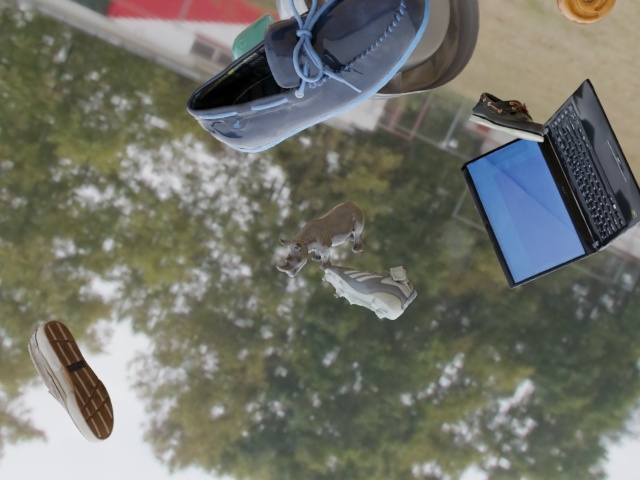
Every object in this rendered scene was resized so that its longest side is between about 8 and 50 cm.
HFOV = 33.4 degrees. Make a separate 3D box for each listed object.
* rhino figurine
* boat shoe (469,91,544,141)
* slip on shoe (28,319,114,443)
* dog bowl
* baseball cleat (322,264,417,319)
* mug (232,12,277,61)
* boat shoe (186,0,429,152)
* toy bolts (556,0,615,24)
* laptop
[{"bbox_3d":[0.000,0.000,2.160,0.243,0.106,0.073,-30,-142,-33],"label":"rhino figurine"},{"bbox_3d":[0.215,-0.142,1.219,0.049,0.042,0.133,18,-170,-25],"label":"boat shoe"},{"bbox_3d":[-0.255,0.147,1.081,0.135,0.041,0.051,58,-151,8],"label":"slip on shoe"},{"bbox_3d":[0.082,-0.378,1.657,0.349,0.349,0.102,21,155,-27],"label":"dog bowl"},{"bbox_3d":[0.101,0.083,2.025,0.206,0.109,0.072,31,154,42],"label":"baseball cleat"},{"bbox_3d":[-0.097,-0.316,1.835,0.129,0.097,0.158,60,-168,23],"label":"mug"},{"bbox_3d":[-0.018,-0.153,0.958,0.089,0.258,0.109,22,-136,-41],"label":"boat shoe"},{"bbox_3d":[0.388,-0.473,1.811,0.228,0.218,0.158,-9,-165,6],"label":"toy bolts"},{"bbox_3d":[0.364,-0.084,1.696,0.136,0.234,0.264,-16,165,-18],"label":"laptop"}]
